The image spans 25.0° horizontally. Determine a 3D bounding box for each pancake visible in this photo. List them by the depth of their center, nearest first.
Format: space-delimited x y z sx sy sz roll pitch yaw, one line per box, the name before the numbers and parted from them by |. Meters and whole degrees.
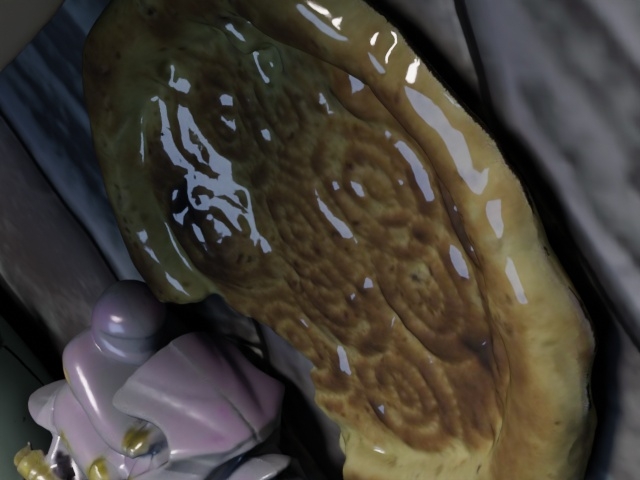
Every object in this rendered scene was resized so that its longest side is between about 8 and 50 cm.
pancake | 0.000 0.000 0.490 0.235 0.029 0.212 40 145 21

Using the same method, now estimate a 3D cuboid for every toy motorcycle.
toy motorcycle | -0.070 0.087 0.629 0.225 0.073 0.152 -4 111 56

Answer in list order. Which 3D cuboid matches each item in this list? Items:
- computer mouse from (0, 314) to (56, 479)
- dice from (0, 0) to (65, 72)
computer mouse | -0.161 0.131 0.761 0.159 0.097 0.288 -98 -4 -69
dice | -0.215 -0.189 0.371 0.304 0.277 0.304 49 152 13
